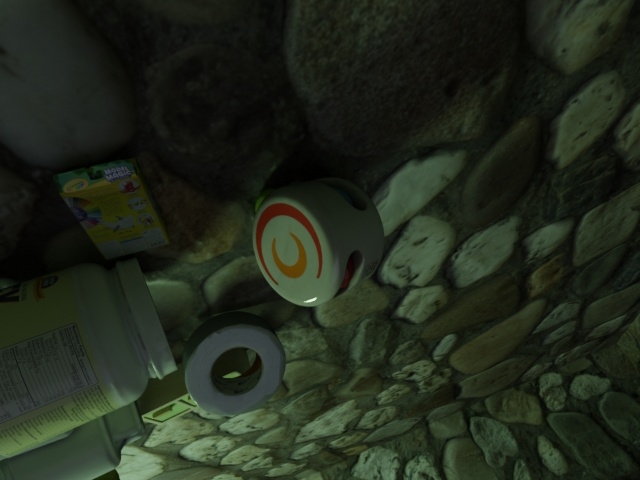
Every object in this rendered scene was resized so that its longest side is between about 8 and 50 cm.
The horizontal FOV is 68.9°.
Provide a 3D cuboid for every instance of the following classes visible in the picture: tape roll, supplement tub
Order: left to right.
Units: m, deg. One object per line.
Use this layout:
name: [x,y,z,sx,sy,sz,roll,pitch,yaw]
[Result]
supplement tub: [-0.410,0.173,0.712,0.324,0.235,0.235,-21,146,-21]
tape roll: [-0.188,0.271,1.027,0.219,0.072,0.219,-6,107,-19]

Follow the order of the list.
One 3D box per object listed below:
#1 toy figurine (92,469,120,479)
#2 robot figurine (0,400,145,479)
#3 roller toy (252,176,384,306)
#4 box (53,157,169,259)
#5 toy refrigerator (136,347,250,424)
toy figurine: [-0.646,0.593,1.194,0.362,0.191,0.217,12,91,-49]
robot figurine: [-0.565,0.431,0.986,0.353,0.200,0.300,-19,153,-24]
roller toy: [0.000,0.000,0.756,0.191,0.209,0.146,-12,-174,45]
box: [-0.297,-0.049,0.677,0.105,0.043,0.179,-15,146,-10]
toy refrigerator: [-0.310,0.355,1.145,0.269,0.094,0.102,-26,145,5]
